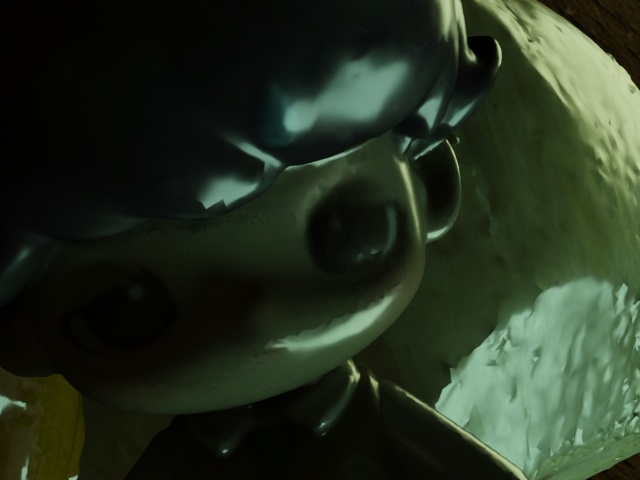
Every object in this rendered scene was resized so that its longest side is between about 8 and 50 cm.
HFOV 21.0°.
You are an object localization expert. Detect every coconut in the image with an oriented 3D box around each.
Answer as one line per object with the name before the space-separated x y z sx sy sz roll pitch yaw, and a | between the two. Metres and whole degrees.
coconut | 0.000 0.000 0.947 0.405 0.404 0.404 -52 -179 1

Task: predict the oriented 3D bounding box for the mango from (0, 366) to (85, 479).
mango | -0.179 0.077 0.717 0.136 0.166 0.236 18 -91 45

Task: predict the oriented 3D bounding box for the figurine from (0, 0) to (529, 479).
figurine | -0.033 0.032 0.588 0.218 0.365 0.206 -16 173 15
